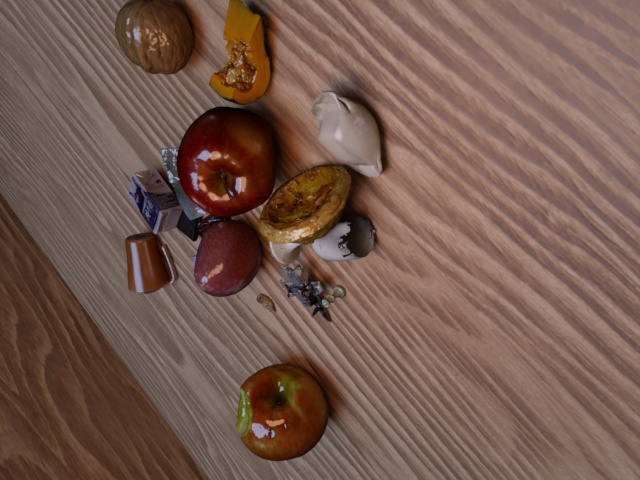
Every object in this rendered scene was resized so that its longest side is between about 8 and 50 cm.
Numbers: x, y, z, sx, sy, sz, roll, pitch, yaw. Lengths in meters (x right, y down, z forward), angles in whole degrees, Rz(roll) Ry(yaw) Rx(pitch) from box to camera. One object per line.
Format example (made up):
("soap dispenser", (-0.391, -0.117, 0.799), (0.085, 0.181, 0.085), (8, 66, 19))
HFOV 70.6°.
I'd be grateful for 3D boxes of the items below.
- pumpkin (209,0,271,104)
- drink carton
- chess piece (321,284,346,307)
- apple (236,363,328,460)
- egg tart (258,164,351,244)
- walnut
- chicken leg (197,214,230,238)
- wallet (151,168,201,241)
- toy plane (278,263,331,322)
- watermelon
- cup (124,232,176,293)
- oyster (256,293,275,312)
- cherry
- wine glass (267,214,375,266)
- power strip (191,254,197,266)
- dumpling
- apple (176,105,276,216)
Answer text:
("pumpkin", (-0.203, -0.501, 1.233), (0.131, 0.126, 0.248), (37, 114, 31))
("drink carton", (-0.649, -0.157, 1.775), (0.222, 0.102, 0.134), (52, 137, 15))
("chess piece", (0.037, 0.176, 1.405), (0.042, 0.093, 0.042), (20, 124, 32))
("apple", (-0.141, 0.632, 1.655), (0.339, 0.339, 0.339), (21, 126, 32))
("egg tart", (-0.028, -0.083, 1.204), (0.290, 0.290, 0.115), (-2, 136, 42))
("walnut", (-0.497, -0.611, 1.362), (0.228, 0.228, 0.228), (21, 126, 32))
("chicken leg", (-0.408, -0.056, 1.709), (0.093, 0.053, 0.205), (33, 143, -7))
("wallet", (-0.594, -0.144, 1.830), (0.321, 0.044, 0.170), (38, 132, 24))
("toy plane", (-0.038, 0.185, 1.461), (0.192, 0.088, 0.262), (-4, 120, 46))
("watermelon", (-0.423, -0.212, 1.559), (0.302, 0.151, 0.264), (-4, 110, 43))
("cup", (-0.781, 0.106, 2.070), (0.226, 0.182, 0.264), (-2, 108, 7))
("oyster", (-0.215, 0.245, 1.711), (0.083, 0.038, 0.081), (-15, 104, 44))
("cherry", (-0.319, 0.066, 1.543), (0.221, 0.307, 0.261), (12, 121, 6))
("wine glass", (0.000, 0.000, 1.310), (0.321, 0.143, 0.143), (-7, 108, 41))
("power strip", (-0.419, 0.101, 1.813), (0.279, 0.037, 0.109), (-6, 109, 44))
("dumpling", (0.062, -0.262, 1.138), (0.252, 0.131, 0.179), (48, 160, -20))
("apple", (-0.259, -0.229, 1.278), (0.288, 0.317, 0.288), (1, 131, 1))
